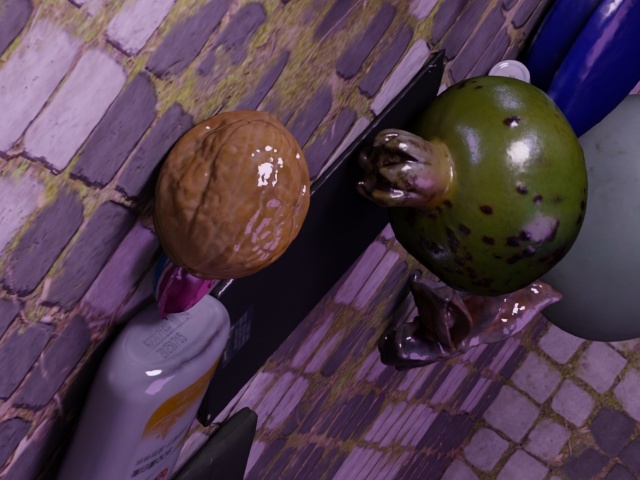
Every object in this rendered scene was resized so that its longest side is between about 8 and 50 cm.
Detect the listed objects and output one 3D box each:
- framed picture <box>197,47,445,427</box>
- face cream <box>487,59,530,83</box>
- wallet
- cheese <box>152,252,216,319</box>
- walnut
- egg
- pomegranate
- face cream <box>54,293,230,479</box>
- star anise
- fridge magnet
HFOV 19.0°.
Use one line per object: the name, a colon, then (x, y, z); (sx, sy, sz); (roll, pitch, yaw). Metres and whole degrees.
framed picture: (0.000, 0.000, 1.762); (0.338, 0.014, 0.255); (-48, 164, -27)
face cream: (0.189, -0.127, 2.010); (0.072, 0.051, 0.182); (-48, 164, -18)
wallet: (-0.136, 0.285, 1.918); (0.168, 0.052, 0.245); (-40, 155, -46)
cheese: (-0.088, 0.009, 1.432); (0.095, 0.038, 0.145); (-62, 173, 28)
walnut: (-0.061, -0.032, 1.308); (0.105, 0.105, 0.124); (62, 49, -75)
egg: (0.378, -0.024, 2.411); (0.276, 0.276, 0.389); (-47, 163, -28)
pomegranate: (0.132, -0.051, 1.723); (0.248, 0.202, 0.202); (5, 124, -39)
face cream: (-0.158, 0.172, 1.514); (0.144, 0.071, 0.291); (-38, 159, -51)
star anise: (0.166, 0.086, 2.318); (0.258, 0.110, 0.198); (-13, 164, -47)
fridge magnet: (0.306, -0.221, 2.046); (0.265, 0.113, 0.265); (-51, 166, -17)
